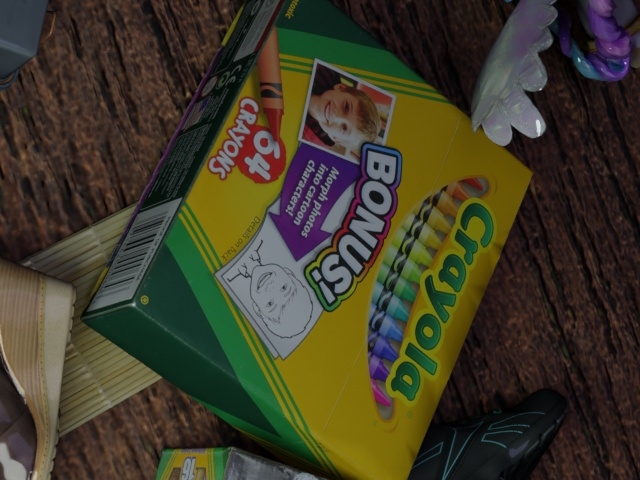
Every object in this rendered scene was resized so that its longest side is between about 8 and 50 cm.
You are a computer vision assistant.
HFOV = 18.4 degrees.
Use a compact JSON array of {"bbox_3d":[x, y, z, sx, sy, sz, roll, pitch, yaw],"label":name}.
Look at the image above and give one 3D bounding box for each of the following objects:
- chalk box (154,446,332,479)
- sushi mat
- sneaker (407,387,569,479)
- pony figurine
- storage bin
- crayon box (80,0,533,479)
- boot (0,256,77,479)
[{"bbox_3d":[-0.079,0.297,1.714,0.132,0.132,0.213,21,75,-28],"label":"chalk box"},{"bbox_3d":[-0.171,0.054,1.751,0.317,0.019,0.151,-29,98,-30],"label":"sushi mat"},{"bbox_3d":[0.142,0.199,1.873,0.106,0.101,0.267,38,41,17],"label":"sneaker"},{"bbox_3d":[0.242,-0.283,1.880,0.303,0.351,0.363,-24,108,12],"label":"pony figurine"},{"bbox_3d":[-0.266,-0.202,1.683,0.098,0.091,0.135,18,76,-28],"label":"storage bin"},{"bbox_3d":[0.000,0.000,1.786,0.313,0.106,0.363,37,62,-23],"label":"crayon box"},{"bbox_3d":[-0.316,0.132,1.621,0.207,0.090,0.248,7,84,-7],"label":"boot"}]
